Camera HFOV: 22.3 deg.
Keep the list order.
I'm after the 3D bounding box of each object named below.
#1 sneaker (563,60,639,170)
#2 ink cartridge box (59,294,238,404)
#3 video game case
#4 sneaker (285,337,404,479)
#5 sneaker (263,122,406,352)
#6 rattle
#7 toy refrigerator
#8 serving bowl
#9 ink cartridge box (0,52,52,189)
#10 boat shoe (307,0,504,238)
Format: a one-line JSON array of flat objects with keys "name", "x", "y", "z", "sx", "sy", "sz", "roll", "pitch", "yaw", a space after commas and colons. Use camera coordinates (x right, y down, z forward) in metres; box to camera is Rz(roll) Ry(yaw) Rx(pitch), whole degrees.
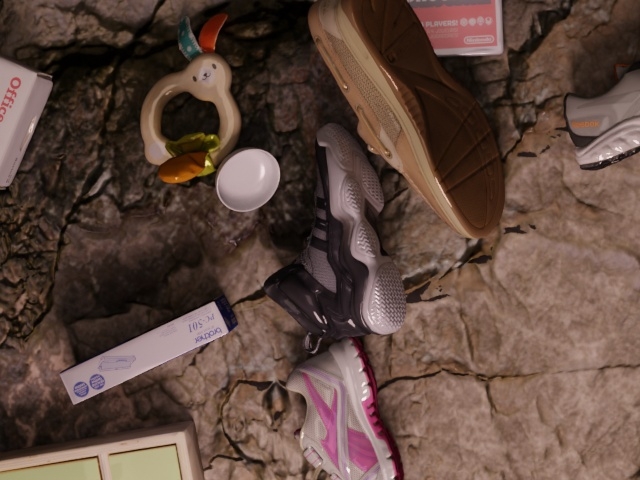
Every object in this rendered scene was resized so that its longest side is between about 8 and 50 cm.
[{"name": "sneaker", "x": 0.413, "y": -0.180, "z": 1.906, "sx": 0.271, "sy": 0.100, "sz": 0.108, "roll": -24, "pitch": 86, "yaw": 5}, {"name": "ink cartridge box", "x": -0.205, "y": 0.131, "z": 1.962, "sx": 0.207, "sy": 0.097, "sz": 0.046, "roll": -25, "pitch": 91, "yaw": 5}, {"name": "video game case", "x": 0.114, "y": -0.362, "z": 1.954, "sx": 0.204, "sy": 0.025, "sz": 0.285, "roll": -2, "pitch": 92, "yaw": 4}, {"name": "sneaker", "x": 0.030, "y": 0.246, "z": 1.955, "sx": 0.111, "sy": 0.103, "sz": 0.252, "roll": -18, "pitch": 83, "yaw": 6}, {"name": "sneaker", "x": 0.000, "y": 0.000, "z": 1.938, "sx": 0.153, "sy": 0.101, "sz": 0.269, "roll": -22, "pitch": 72, "yaw": 24}, {"name": "rattle", "x": -0.159, "y": -0.176, "z": 1.929, "sx": 0.130, "sy": 0.142, "sz": 0.200, "roll": 20, "pitch": 100, "yaw": 21}, {"name": "toy refrigerator", "x": -0.282, "y": 0.296, "z": 1.976, "sx": 0.269, "sy": 0.094, "sz": 0.102, "roll": -9, "pitch": 91, "yaw": 4}, {"name": "serving bowl", "x": -0.092, "y": -0.078, "z": 1.967, "sx": 0.083, "sy": 0.027, "sz": 0.083, "roll": -13, "pitch": 121, "yaw": -23}, {"name": "ink cartridge box", "x": -0.454, "y": -0.172, "z": 1.969, "sx": 0.212, "sy": 0.093, "sz": 0.154, "roll": 24, "pitch": 93, "yaw": 1}, {"name": "boat shoe", "x": 0.105, "y": -0.151, "z": 1.926, "sx": 0.121, "sy": 0.110, "sz": 0.341, "roll": -39, "pitch": 106, "yaw": -37}]
